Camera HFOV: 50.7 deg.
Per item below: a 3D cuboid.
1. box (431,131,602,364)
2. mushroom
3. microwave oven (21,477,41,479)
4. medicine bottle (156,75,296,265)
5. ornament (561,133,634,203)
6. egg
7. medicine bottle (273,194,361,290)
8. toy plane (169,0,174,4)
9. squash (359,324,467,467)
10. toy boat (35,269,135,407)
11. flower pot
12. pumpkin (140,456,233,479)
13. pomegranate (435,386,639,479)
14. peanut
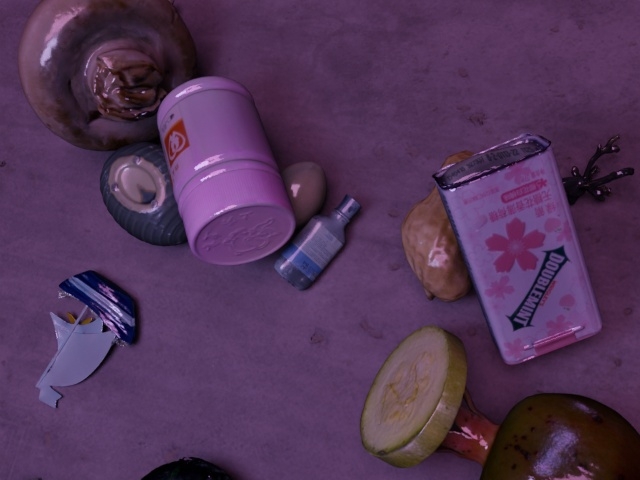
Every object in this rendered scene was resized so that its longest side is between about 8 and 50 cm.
[{"bbox_3d":[0.335,0.015,1.141,0.190,0.112,0.370,-22,110,4],"label":"box"},{"bbox_3d":[-0.414,-0.343,1.368,0.362,0.362,0.294,-45,47,-1],"label":"mushroom"},{"bbox_3d":[-0.604,0.606,1.295,0.193,0.145,0.241,-28,71,8],"label":"microwave oven"},{"bbox_3d":[-0.183,-0.132,1.271,0.202,0.202,0.316,-24,59,6],"label":"medicine bottle"},{"bbox_3d":[0.446,-0.129,1.215,0.236,0.202,0.080,-16,53,6],"label":"ornament"},{"bbox_3d":[-0.049,-0.091,1.356,0.114,0.114,0.152,38,98,18],"label":"egg"},{"bbox_3d":[0.000,0.000,1.342,0.208,0.090,0.053,-50,30,-4],"label":"medicine bottle"},{"bbox_3d":[-0.430,-0.449,1.557,0.108,0.092,0.286,43,86,-6],"label":"toy plane"},{"bbox_3d":[0.159,0.262,1.161,0.048,0.252,0.252,30,83,-14],"label":"squash"},{"bbox_3d":[-0.515,0.217,1.416,0.220,0.067,0.291,32,88,17],"label":"toy boat"},{"bbox_3d":[-0.348,-0.097,1.405,0.243,0.157,0.189,42,90,15],"label":"flower pot"},{"bbox_3d":[-0.248,0.515,1.226,0.232,0.163,0.233,-3,73,12],"label":"pumpkin"},{"bbox_3d":[0.354,0.378,1.091,0.323,0.290,0.291,10,77,41],"label":"pomegranate"},{"bbox_3d":[0.238,-0.034,1.262,0.159,0.143,0.291,21,79,-1],"label":"peanut"}]
